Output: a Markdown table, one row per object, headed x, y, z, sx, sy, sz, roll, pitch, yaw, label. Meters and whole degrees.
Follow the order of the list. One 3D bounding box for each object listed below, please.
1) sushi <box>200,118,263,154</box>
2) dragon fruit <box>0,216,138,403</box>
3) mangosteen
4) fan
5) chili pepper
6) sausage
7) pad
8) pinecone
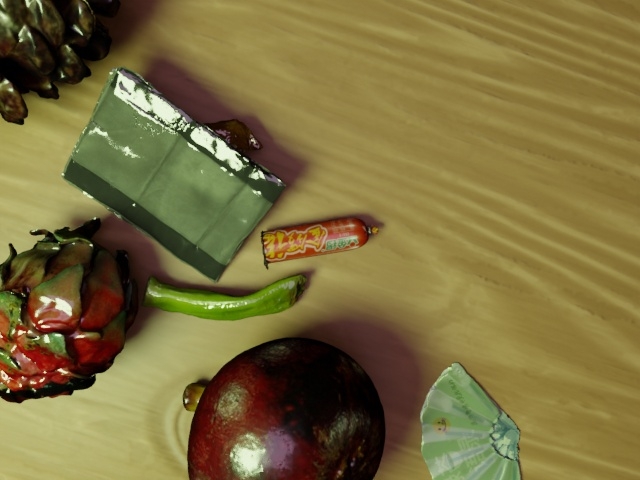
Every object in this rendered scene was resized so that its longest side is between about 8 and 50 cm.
| x | y | z | sx | sy | sz | roll | pitch | yaw | label |
| --- | --- | --- | --- | --- | --- | --- | --- | --- | --- |
| -0.130 | -0.112 | 0.779 | 0.118 | 0.061 | 0.060 | -7 | 103 | 17 | sushi |
| -0.295 | 0.082 | 0.724 | 0.182 | 0.182 | 0.188 | 18 | 110 | -4 | dragon fruit |
| -0.061 | 0.217 | 0.743 | 0.262 | 0.236 | 0.235 | 17 | 93 | 40 | mangosteen |
| 0.200 | 0.276 | 0.842 | 0.131 | 0.009 | 0.240 | -24 | 95 | 1 | fan |
| -0.117 | 0.071 | 0.792 | 0.202 | 0.052 | 0.050 | 0 | 62 | -3 | chili pepper |
| 0.000 | 0.000 | 0.796 | 0.146 | 0.048 | 0.050 | -9 | 56 | -4 | sausage |
| -0.179 | -0.070 | 0.761 | 0.233 | 0.022 | 0.174 | 36 | 116 | -6 | pad |
| -0.350 | -0.268 | 0.660 | 0.296 | 0.242 | 0.298 | -22 | 115 | -3 | pinecone |
